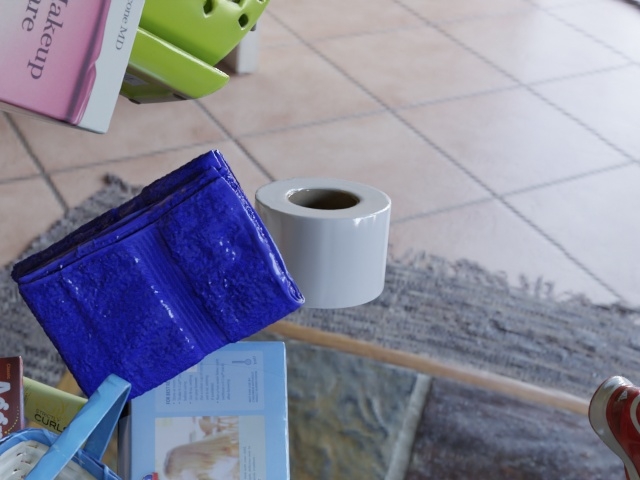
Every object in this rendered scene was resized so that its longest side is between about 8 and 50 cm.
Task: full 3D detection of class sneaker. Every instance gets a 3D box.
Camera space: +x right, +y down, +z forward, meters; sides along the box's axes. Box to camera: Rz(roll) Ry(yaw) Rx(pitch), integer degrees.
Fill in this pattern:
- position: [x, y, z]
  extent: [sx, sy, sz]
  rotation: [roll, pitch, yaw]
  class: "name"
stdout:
- position: [0.367, 0.228, 0.974]
  extent: [0.087, 0.221, 0.128]
  rotation: [-55, 26, -10]
  class: "sneaker"

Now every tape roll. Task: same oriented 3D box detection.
- position: [0.000, 0.000, 1.780]
  extent: [0.246, 0.169, 0.246]
  rotation: [3, 20, -1]
  class: "tape roll"

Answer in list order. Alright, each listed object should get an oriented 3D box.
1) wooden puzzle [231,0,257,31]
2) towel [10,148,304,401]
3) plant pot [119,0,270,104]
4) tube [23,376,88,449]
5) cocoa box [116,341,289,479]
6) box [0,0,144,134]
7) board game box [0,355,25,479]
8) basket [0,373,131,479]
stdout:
- position: [-0.111, -0.320, 1.321]
  extent: [0.014, 0.116, 0.078]
  rotation: [-36, 66, -21]
  class: "wooden puzzle"
- position: [-0.201, 0.057, 1.214]
  extent: [0.308, 0.227, 0.076]
  rotation: [-29, 8, 6]
  class: "towel"
- position: [-0.200, -0.278, 1.101]
  extent: [0.228, 0.207, 0.227]
  rotation: [25, -9, -34]
  class: "plant pot"
- position: [-0.464, 0.295, 1.726]
  extent: [0.240, 0.070, 0.062]
  rotation: [18, 31, 26]
  class: "tube"
- position: [-0.177, 0.329, 1.446]
  extent: [0.232, 0.228, 0.347]
  rotation: [1, 77, -15]
  class: "cocoa box"
- position: [-0.248, -0.178, 0.700]
  extent: [0.127, 0.148, 0.232]
  rotation: [16, 1, 26]
  class: "box"
- position: [-0.472, 0.300, 1.330]
  extent: [0.145, 0.027, 0.281]
  rotation: [-4, 68, -11]
  class: "board game box"
- position: [-0.303, 0.301, 1.057]
  extent: [0.201, 0.289, 0.254]
  rotation: [29, 40, 7]
  class: "basket"
